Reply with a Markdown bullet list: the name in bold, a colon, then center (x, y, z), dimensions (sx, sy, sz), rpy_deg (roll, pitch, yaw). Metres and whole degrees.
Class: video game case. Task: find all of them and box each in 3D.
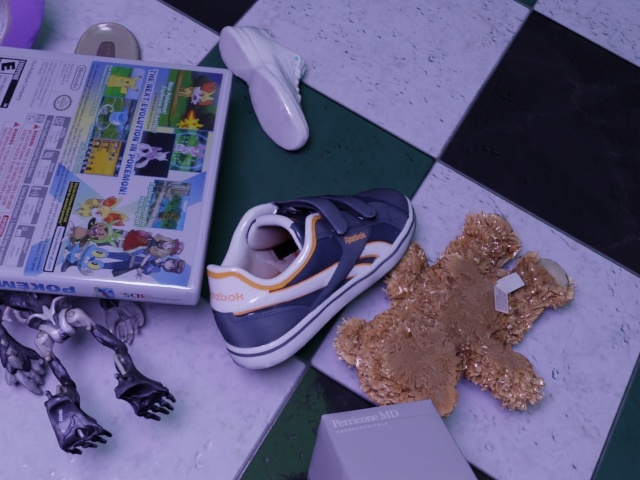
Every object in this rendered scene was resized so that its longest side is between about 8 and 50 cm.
- **video game case**: center (-0.262, -0.084, 0.869), dimensions (0.300, 0.036, 0.329), rpy_deg (5, 52, -3)

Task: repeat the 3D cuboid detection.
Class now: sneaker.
- **sneaker**: center (-0.053, -0.218, 1.079), dimensions (0.094, 0.080, 0.212), rpy_deg (-16, 65, -30)
- **sneaker**: center (0.000, 0.000, 0.899), dimensions (0.126, 0.127, 0.321), rpy_deg (3, 34, 39)

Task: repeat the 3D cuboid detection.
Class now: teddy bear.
- **teddy bear**: center (0.166, 0.092, 0.949), dimensions (0.245, 0.113, 0.338), rpy_deg (32, 54, 0)

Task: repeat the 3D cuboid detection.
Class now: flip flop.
- **flip flop**: center (-0.278, -0.183, 1.010), dimensions (0.112, 0.080, 0.277), rpy_deg (5, 60, -12)

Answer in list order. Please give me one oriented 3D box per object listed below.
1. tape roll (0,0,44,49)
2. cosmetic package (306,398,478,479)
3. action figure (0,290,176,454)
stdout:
- **tape roll**: center (-0.468, -0.271, 0.912), dimensions (0.275, 0.275, 0.090), rpy_deg (-28, 72, -22)
- **cosmetic package**: center (0.086, 0.265, 0.714), dimensions (0.127, 0.107, 0.238), rpy_deg (-5, 40, -22)
- **action figure**: center (-0.272, 0.096, 0.839), dimensions (0.164, 0.141, 0.275), rpy_deg (-30, 55, -15)
